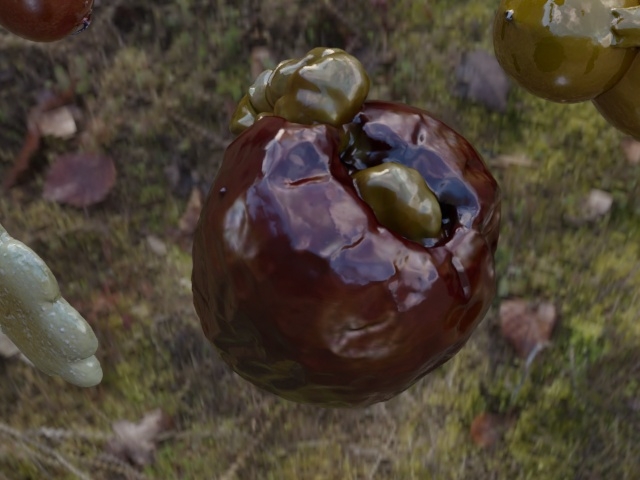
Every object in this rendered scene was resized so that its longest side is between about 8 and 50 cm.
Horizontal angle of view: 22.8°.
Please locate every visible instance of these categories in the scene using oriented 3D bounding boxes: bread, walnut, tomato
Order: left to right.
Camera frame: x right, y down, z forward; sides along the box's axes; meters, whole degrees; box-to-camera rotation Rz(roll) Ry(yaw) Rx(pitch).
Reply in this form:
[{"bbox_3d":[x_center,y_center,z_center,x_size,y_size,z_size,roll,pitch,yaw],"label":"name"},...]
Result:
[{"bbox_3d":[-0.309,0.058,1.638,0.039,0.251,0.181,-42,29,-23],"label":"bread"},{"bbox_3d":[-0.305,-0.296,1.701,0.167,0.167,0.167,-1,64,1],"label":"tomato"},{"bbox_3d":[0.000,0.000,1.122,0.221,0.269,0.244,-29,76,-32],"label":"walnut"}]

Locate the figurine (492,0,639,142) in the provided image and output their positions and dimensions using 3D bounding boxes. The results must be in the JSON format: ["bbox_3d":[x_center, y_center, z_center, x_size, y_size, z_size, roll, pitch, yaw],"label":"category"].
[{"bbox_3d":[0.263,-0.159,1.282,0.228,0.215,0.215,44,68,-20],"label":"figurine"}]
